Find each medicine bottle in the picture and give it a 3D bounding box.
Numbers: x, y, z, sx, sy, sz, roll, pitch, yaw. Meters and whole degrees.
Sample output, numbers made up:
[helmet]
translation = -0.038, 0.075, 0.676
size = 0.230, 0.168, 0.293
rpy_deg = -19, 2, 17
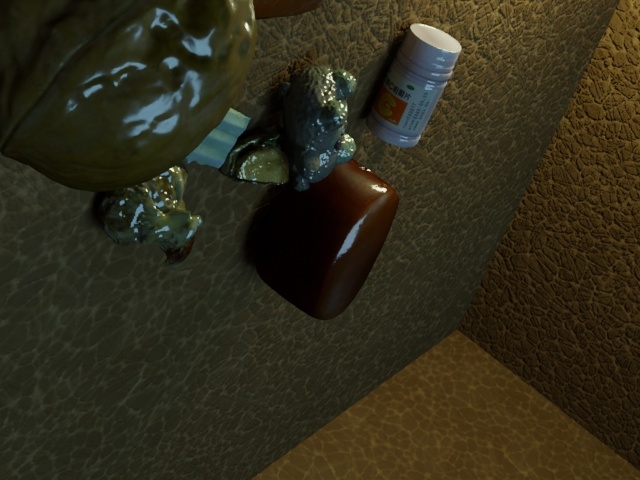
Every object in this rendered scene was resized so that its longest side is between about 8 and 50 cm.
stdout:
[medicine bottle]
translation = 0.206, -0.341, 2.444
size = 0.133, 0.133, 0.250
rpy_deg = -20, 143, -52

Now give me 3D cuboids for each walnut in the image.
[walnut]
translation = -0.273, -0.251, 1.386
size = 0.398, 0.354, 0.308
rpy_deg = -49, -177, -25

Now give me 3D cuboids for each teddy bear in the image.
[teddy bear]
translation = -0.008, -0.220, 2.186
size = 0.267, 0.151, 0.236
rpy_deg = 86, 19, -52

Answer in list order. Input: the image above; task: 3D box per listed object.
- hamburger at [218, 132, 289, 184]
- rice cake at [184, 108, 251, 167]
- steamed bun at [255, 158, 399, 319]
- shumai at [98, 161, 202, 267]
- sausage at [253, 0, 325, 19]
[hamburger]
translation = -0.124, -0.169, 2.150
size = 0.176, 0.087, 0.102
rpy_deg = 0, 109, -50
[rice cake]
translation = -0.212, -0.198, 1.976
size = 0.127, 0.043, 0.237
rpy_deg = -54, 157, 9
[steamed bun]
translation = 0.000, 0.000, 2.424
size = 0.248, 0.235, 0.379
rpy_deg = -34, 153, -48
[shumai]
translation = -0.280, -0.047, 1.944
size = 0.209, 0.153, 0.161
rpy_deg = -24, 152, -54
[sausage]
translation = -0.084, -0.427, 1.732
size = 0.268, 0.141, 0.153
rpy_deg = -21, 155, -49
